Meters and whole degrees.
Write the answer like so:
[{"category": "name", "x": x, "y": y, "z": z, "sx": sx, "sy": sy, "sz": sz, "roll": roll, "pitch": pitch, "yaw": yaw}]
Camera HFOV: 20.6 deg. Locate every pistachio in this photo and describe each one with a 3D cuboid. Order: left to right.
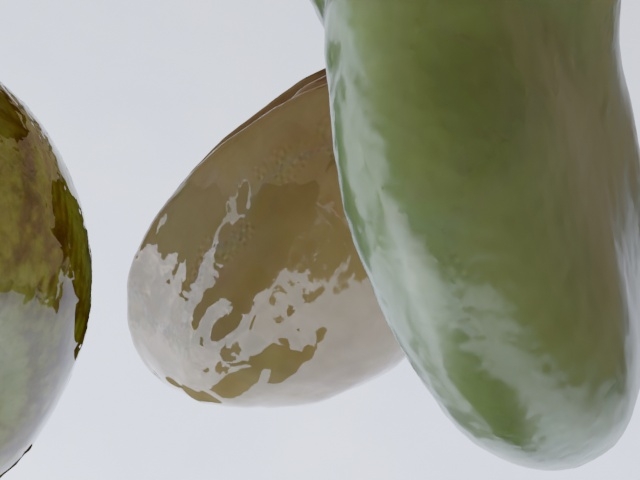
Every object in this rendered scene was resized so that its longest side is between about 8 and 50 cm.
[{"category": "pistachio", "x": 0.000, "y": 0.000, "z": 1.095, "sx": 0.181, "sy": 0.293, "sz": 0.162, "roll": 41, "pitch": -155, "yaw": -13}]

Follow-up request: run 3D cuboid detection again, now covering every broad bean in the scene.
[{"category": "broad bean", "x": 0.054, "y": -0.039, "z": 0.577, "sx": 0.100, "sy": 0.228, "sz": 0.169, "roll": -7, "pitch": 164, "yaw": 26}]

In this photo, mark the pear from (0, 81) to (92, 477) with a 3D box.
[{"category": "pear", "x": -0.254, "y": 0.012, "z": 0.857, "sx": 0.284, "sy": 0.283, "sz": 0.283, "roll": 18, "pitch": -160, "yaw": -7}]
